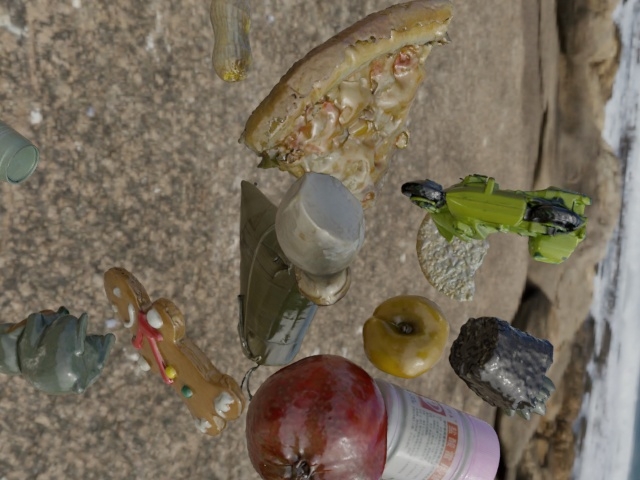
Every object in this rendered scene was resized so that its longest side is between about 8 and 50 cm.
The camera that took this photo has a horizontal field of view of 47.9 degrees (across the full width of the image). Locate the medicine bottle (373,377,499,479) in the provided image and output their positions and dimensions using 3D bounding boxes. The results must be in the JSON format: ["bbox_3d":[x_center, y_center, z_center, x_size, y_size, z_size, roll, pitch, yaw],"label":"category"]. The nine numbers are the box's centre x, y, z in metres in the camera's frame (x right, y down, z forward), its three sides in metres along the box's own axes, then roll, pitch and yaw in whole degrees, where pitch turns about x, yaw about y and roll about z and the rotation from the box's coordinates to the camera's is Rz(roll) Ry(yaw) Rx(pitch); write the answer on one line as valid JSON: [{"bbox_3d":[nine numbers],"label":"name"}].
[{"bbox_3d":[0.218,0.447,1.598,0.316,0.202,0.202,24,70,-23],"label":"medicine bottle"}]

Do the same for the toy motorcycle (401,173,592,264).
[{"bbox_3d":[0.332,-0.050,1.379,0.206,0.342,0.142,7,95,-66],"label":"toy motorcycle"}]

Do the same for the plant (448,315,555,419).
[{"bbox_3d":[0.315,0.213,1.209,0.194,0.129,0.132,38,69,-29],"label":"plant"}]

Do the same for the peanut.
[{"bbox_3d":[-0.181,-0.419,1.456,0.087,0.087,0.206,18,68,-62],"label":"peanut"}]

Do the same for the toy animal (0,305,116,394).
[{"bbox_3d":[-0.464,0.174,1.136,0.127,0.251,0.125,-61,144,-60],"label":"toy animal"}]

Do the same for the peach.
[{"bbox_3d":[0.169,0.190,1.447,0.179,0.179,0.103,-65,151,-32],"label":"peach"}]

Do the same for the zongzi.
[{"bbox_3d":[-0.149,0.124,1.754,0.181,0.418,0.447,3,120,-39],"label":"zongzi"}]

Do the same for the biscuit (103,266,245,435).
[{"bbox_3d":[-0.264,0.184,1.203,0.047,0.339,0.216,-33,168,-38],"label":"biscuit"}]

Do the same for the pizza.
[{"bbox_3d":[0.038,-0.226,1.277,0.392,0.080,0.435,-9,126,-38],"label":"pizza"}]

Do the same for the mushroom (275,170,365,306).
[{"bbox_3d":[0.000,0.000,1.033,0.350,0.128,0.128,87,20,-68],"label":"mushroom"}]

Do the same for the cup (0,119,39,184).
[{"bbox_3d":[-0.559,-0.163,1.228,0.120,0.141,0.120,-61,170,-18],"label":"cup"}]

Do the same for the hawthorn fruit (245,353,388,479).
[{"bbox_3d":[0.008,0.345,1.401,0.330,0.287,0.287,-56,143,-60],"label":"hawthorn fruit"}]

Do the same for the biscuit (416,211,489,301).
[{"bbox_3d":[0.349,0.035,1.891,0.040,0.188,0.265,-49,121,-89],"label":"biscuit"}]
